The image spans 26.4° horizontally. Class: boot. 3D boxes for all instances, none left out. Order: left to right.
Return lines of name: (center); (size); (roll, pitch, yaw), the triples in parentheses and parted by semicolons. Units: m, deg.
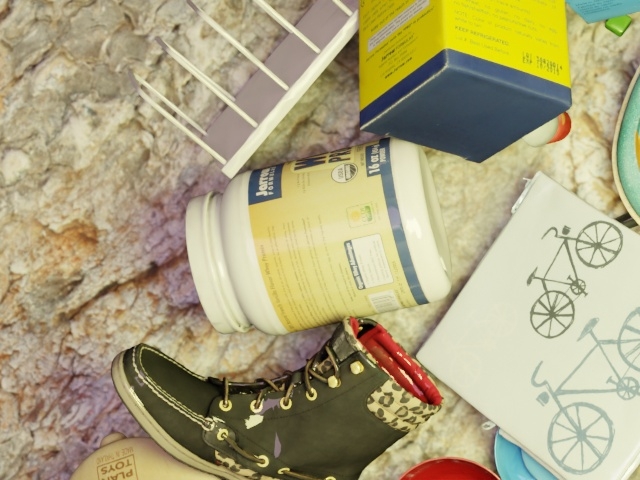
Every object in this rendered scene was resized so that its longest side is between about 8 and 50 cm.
boot: (-0.051, 0.197, 1.762); (0.377, 0.138, 0.284); (41, 112, -20)

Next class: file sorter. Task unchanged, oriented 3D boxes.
file sorter: (-0.110, -0.261, 1.839); (0.173, 0.193, 0.278); (38, 95, -20)

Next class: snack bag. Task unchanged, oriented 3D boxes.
snack bag: (0.318, 0.123, 1.752); (0.342, 0.037, 0.323); (36, 97, 32)

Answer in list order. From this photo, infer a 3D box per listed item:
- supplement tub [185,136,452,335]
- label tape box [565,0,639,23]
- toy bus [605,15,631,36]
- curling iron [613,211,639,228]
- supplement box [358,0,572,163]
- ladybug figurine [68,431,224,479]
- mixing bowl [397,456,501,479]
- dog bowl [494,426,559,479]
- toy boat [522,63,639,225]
supplement tub: (0.000, 0.000, 1.810); (0.316, 0.228, 0.228); (-13, 84, 10)
label tape box: (0.433, -0.476, 1.740); (0.249, 0.115, 0.348); (-9, 71, 33)
toy bus: (0.487, -0.312, 1.795); (0.191, 0.104, 0.202); (-40, 79, 7)
curling iron: (0.496, -0.077, 1.816); (0.274, 0.035, 0.068); (-33, 59, 12)
supplement box: (0.176, -0.310, 1.729); (0.194, 0.195, 0.356); (14, 64, -28)
ladybug figurine: (-0.199, 0.472, 1.852); (0.305, 0.162, 0.449); (-19, 83, 9)
mixing bowl: (0.178, 0.374, 1.814); (0.181, 0.098, 0.181); (-1, 87, 11)
dog bowl: (0.342, 0.213, 1.789); (0.166, 0.074, 0.297); (19, 90, 27)
toy boat: (0.405, -0.135, 1.747); (0.318, 0.148, 0.267); (9, 95, 25)
